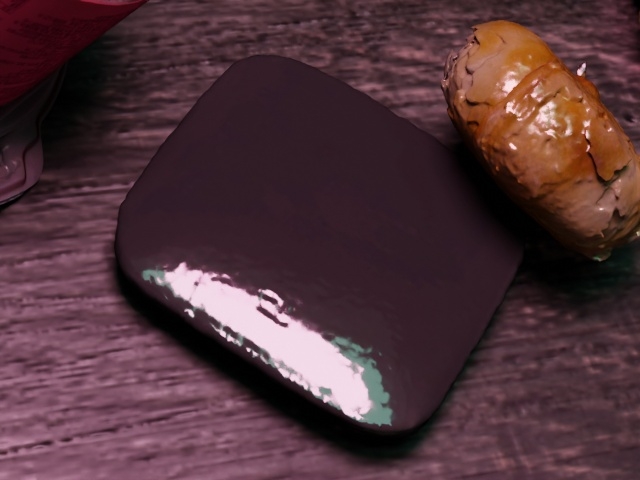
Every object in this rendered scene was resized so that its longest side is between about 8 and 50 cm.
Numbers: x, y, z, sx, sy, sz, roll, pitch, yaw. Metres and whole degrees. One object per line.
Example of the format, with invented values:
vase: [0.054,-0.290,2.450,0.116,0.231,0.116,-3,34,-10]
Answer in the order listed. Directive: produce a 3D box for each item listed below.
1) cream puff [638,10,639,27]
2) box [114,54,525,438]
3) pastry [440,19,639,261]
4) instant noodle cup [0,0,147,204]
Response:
cream puff: [0.261,-0.161,1.246,0.146,0.116,0.146,2,82,-11]
box: [0.000,0.000,1.094,0.212,0.042,0.201,30,54,7]
pastry: [0.131,-0.057,1.114,0.081,0.153,0.153,-34,64,12]
instant noodle cup: [-0.178,-0.185,1.019,0.302,0.181,0.258,58,38,-11]
